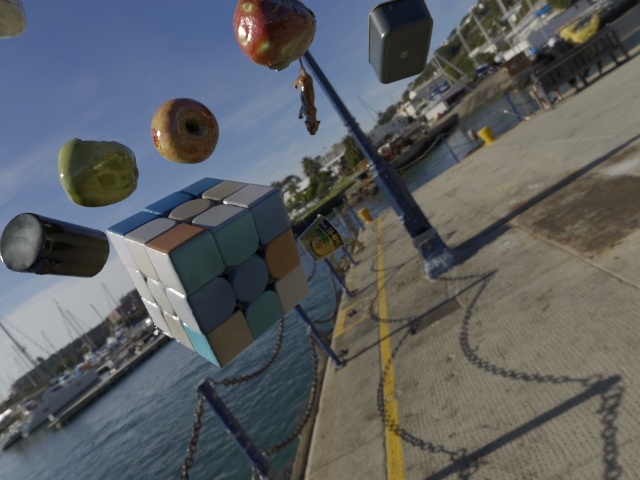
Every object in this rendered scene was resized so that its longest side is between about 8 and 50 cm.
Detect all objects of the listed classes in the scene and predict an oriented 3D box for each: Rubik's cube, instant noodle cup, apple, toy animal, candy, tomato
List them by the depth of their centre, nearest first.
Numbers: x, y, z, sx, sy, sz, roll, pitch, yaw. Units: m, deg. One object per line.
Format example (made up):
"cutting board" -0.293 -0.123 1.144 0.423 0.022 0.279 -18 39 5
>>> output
"Rubik's cube" -0.288 0.060 1.189 0.346 0.347 0.344 14 40 40
"toy animal" -0.042 -0.452 1.383 0.056 0.242 0.099 -12 16 -15
"candy" -1.080 -0.750 1.392 0.185 0.295 0.295 -41 4 12
"apple" -0.430 -0.344 1.409 0.211 0.211 0.187 -38 19 -34
"apple" -0.796 -0.242 1.585 0.279 0.279 0.279 -34 5 4
"instant noodle cup" 0.000 0.000 1.605 0.122 0.151 0.151 -42 7 -14
"tomato" -0.176 -0.769 1.621 0.303 0.303 0.239 -41 -17 -50

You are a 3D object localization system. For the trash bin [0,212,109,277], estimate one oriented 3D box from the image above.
"trash bin" -0.950 0.031 1.613 0.203 0.252 0.301 -47 -19 5

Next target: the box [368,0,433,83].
"box" 0.203 -0.503 1.128 0.144 0.090 0.201 -18 -21 -2
